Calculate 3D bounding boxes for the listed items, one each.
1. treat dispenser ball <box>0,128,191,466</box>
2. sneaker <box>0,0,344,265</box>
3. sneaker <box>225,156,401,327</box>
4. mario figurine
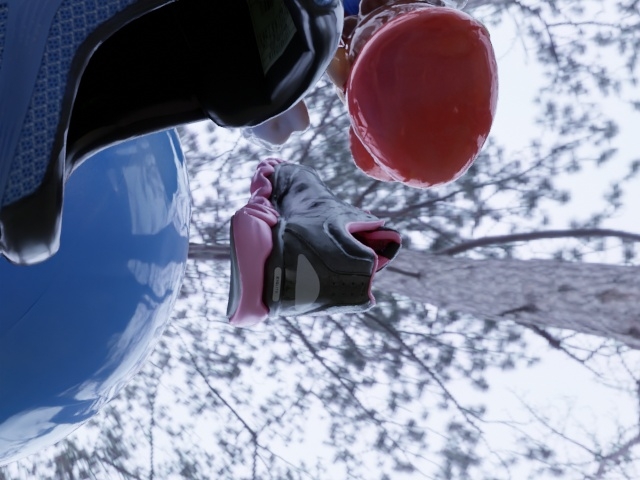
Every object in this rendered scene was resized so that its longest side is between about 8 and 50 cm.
[{"bbox_3d":[-0.216,-0.013,0.580,0.288,0.288,0.288,0,-90,-18],"label":"treat dispenser ball"},{"bbox_3d":[-0.043,-0.115,0.386,0.147,0.130,0.330,35,-117,5],"label":"sneaker"},{"bbox_3d":[0.000,0.000,0.370,0.057,0.119,0.047,0,-72,3],"label":"sneaker"},{"bbox_3d":[0.028,-0.159,0.819,0.198,0.321,0.170,-36,-35,19],"label":"mario figurine"}]
